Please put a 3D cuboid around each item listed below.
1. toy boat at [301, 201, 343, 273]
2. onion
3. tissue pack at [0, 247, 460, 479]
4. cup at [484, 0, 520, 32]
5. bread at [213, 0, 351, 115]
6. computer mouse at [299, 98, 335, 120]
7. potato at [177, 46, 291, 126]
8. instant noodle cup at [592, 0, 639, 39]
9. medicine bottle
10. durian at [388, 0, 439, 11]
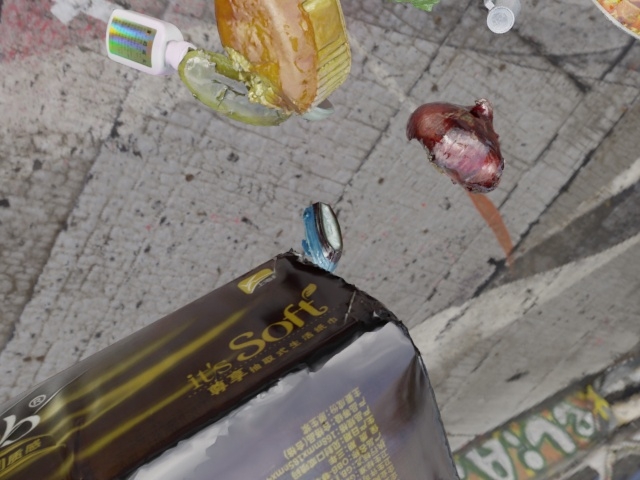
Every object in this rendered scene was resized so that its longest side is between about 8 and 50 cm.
[{"bbox_3d":[0.000,0.000,0.961,0.060,0.137,0.061,17,127,-31],"label":"toy boat"},{"bbox_3d":[0.338,-0.235,1.457,0.195,0.272,0.272,-46,139,21],"label":"onion"},{"bbox_3d":[-0.105,0.190,0.447,0.370,0.198,0.210,-28,117,-20],"label":"tissue pack"},{"bbox_3d":[0.419,-0.546,1.479,0.104,0.116,0.074,45,128,-10],"label":"cup"},{"bbox_3d":[-0.064,-0.320,0.974,0.133,0.179,0.250,-51,139,-40],"label":"bread"},{"bbox_3d":[-0.038,-0.286,1.258,0.089,0.182,0.056,13,123,-34],"label":"computer mouse"},{"bbox_3d":[-0.150,-0.279,1.145,0.225,0.090,0.117,18,102,-17],"label":"potato"},{"bbox_3d":[0.410,-0.346,0.722,0.213,0.213,0.174,-4,154,-33],"label":"instant noodle cup"},{"bbox_3d":[-0.372,-0.431,1.391,0.078,0.219,0.115,-25,134,-60],"label":"medicine bottle"},{"bbox_3d":[0.122,-0.502,1.007,0.204,0.256,0.339,-42,179,28],"label":"durian"}]
